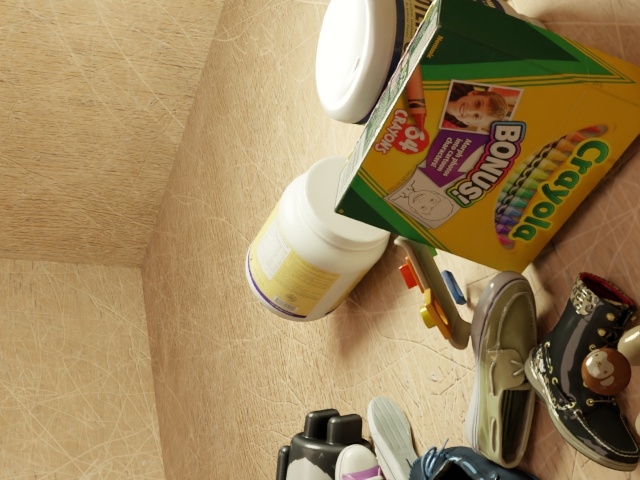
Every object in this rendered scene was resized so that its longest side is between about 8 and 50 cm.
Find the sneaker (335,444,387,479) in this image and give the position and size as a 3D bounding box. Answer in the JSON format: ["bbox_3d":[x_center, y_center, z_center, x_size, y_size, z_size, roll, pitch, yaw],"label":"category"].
[{"bbox_3d":[0.122,0.506,1.711,0.161,0.102,0.282,-45,61,62],"label":"sneaker"}]

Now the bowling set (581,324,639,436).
[{"bbox_3d":[0.409,0.149,1.022,0.154,0.200,0.286,-48,46,53],"label":"bowling set"}]

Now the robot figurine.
[{"bbox_3d":[0.014,0.487,1.892,0.209,0.174,0.278,-172,88,-75],"label":"robot figurine"}]

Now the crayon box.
[{"bbox_3d":[0.232,-0.135,1.329,0.363,0.313,0.106,119,166,-44],"label":"crayon box"}]

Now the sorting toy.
[{"bbox_3d":[0.171,0.078,1.480,0.196,0.047,0.348,61,-166,0],"label":"sorting toy"}]

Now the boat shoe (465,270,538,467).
[{"bbox_3d":[0.291,0.198,1.414,0.094,0.109,0.302,29,121,59],"label":"boat shoe"}]

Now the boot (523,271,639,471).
[{"bbox_3d":[0.371,0.170,1.240,0.236,0.085,0.178,-119,43,-54],"label":"boot"}]

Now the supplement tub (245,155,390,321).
[{"bbox_3d":[0.000,0.000,1.953,0.331,0.241,0.241,127,142,-50],"label":"supplement tub"}]

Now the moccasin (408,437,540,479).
[{"bbox_3d":[0.222,0.388,1.496,0.342,0.117,0.137,156,117,-64],"label":"moccasin"}]

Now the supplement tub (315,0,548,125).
[{"bbox_3d":[0.179,-0.284,1.482,0.235,0.325,0.235,-175,90,-67],"label":"supplement tub"}]

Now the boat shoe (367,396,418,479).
[{"bbox_3d":[0.133,0.400,1.748,0.226,0.083,0.075,-110,35,-45],"label":"boat shoe"}]
